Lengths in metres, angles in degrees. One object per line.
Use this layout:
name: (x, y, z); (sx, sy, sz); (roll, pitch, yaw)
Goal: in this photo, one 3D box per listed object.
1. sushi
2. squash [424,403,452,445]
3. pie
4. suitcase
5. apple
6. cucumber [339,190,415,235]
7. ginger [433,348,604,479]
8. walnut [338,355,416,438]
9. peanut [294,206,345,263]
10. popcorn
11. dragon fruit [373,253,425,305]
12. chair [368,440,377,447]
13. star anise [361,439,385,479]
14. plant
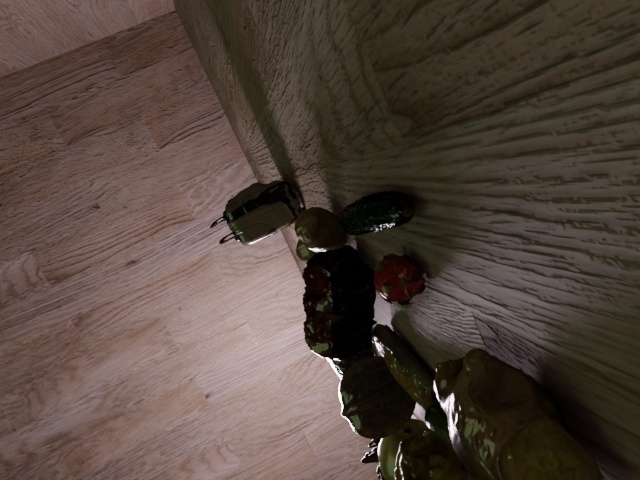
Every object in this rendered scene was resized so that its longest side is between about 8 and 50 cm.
sushi: (0.037, 0.165, 1.089); (0.197, 0.181, 0.344); (-102, 10, -49)
squash: (0.261, 0.354, 0.796); (0.069, 0.069, 0.258); (64, 165, -2)
pie: (0.207, 0.309, 1.029); (0.282, 0.068, 0.129); (44, 157, 57)
suitcase: (-0.250, -0.106, 1.611); (0.194, 0.338, 0.351); (65, 172, -11)
apple: (0.258, 0.624, 1.248); (0.200, 0.199, 0.200); (61, 171, 17)
cucumber: (0.087, -0.045, 0.710); (0.068, 0.067, 0.293); (64, 171, -3)
ginger: (0.224, 0.249, 0.546); (0.219, 0.123, 0.270); (57, 169, 25)
walnut: (0.154, 0.438, 1.208); (0.224, 0.224, 0.224); (61, 171, 17)
peanut: (0.000, 0.000, 1.119); (0.122, 0.137, 0.253); (57, 167, 28)
popcorn: (0.273, 0.581, 1.068); (0.198, 0.197, 0.156); (56, 167, 40)
dragon fruit: (0.128, 0.063, 0.728); (0.086, 0.081, 0.116); (56, 174, -21)
chair: (0.272, 0.695, 1.671); (0.145, 0.221, 0.140); (-28, -89, -56)
star anise: (0.223, 0.677, 1.386); (0.102, 0.271, 0.272); (-38, 77, 52)
plant: (0.069, 0.398, 1.682); (0.321, 0.193, 0.182); (51, 162, 44)
